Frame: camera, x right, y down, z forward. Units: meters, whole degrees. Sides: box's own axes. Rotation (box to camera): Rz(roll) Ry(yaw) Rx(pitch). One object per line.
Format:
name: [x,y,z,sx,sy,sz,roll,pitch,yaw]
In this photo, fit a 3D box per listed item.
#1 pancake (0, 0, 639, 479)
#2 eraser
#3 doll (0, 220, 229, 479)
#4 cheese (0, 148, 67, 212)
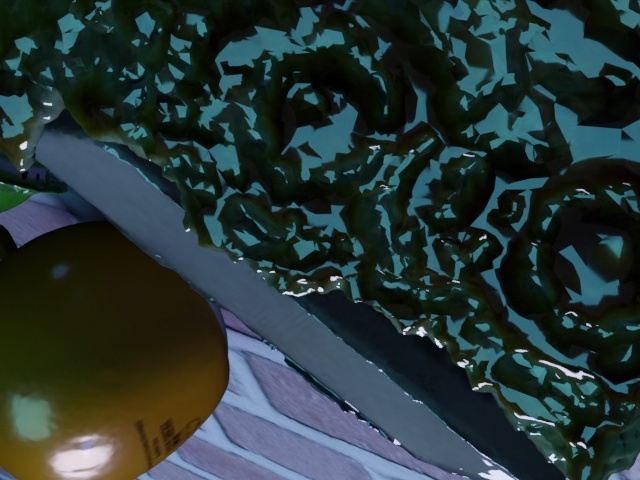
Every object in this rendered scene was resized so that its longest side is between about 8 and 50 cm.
pancake: [0.021,-0.078,0.453,0.427,0.067,0.304,30,124,10]
eraser: [0.000,0.000,0.690,0.352,0.111,0.077,39,154,-10]
doll: [-0.190,0.068,0.951,0.236,0.213,0.213,41,157,20]
cheese: [-0.229,-0.069,0.772,0.204,0.083,0.320,26,-174,13]
